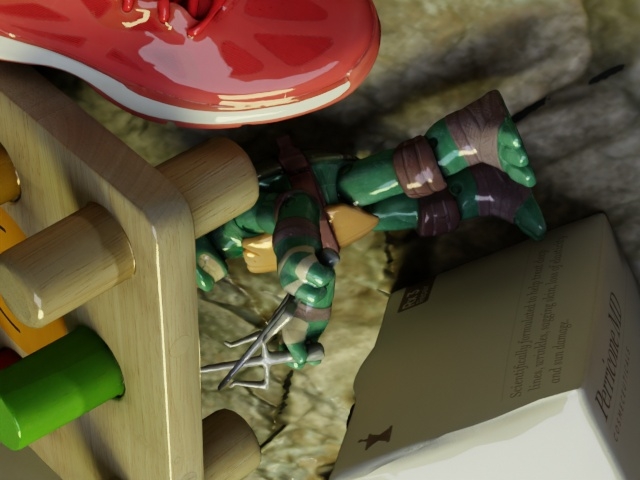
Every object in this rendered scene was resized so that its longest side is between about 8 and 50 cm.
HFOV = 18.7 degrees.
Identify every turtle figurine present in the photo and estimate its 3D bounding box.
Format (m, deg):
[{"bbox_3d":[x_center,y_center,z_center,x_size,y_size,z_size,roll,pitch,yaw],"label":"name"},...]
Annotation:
[{"bbox_3d":[0.000,0.000,1.042,0.234,0.118,0.175,-22,171,3],"label":"turtle figurine"}]

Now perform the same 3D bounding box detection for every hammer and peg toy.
[{"bbox_3d":[-0.151,0.050,0.987,0.127,0.266,0.361,-30,142,-29],"label":"hammer and peg toy"}]

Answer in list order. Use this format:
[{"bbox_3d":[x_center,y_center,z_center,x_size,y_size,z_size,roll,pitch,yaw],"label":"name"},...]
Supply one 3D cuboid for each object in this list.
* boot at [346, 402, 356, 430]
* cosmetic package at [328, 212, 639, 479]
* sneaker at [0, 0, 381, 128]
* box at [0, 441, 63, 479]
[{"bbox_3d":[0.035,0.157,1.287,0.121,0.045,0.099,31,132,-33],"label":"boot"},{"bbox_3d":[0.168,0.206,1.120,0.156,0.217,0.385,-20,113,20],"label":"cosmetic package"},{"bbox_3d":[-0.085,-0.113,0.797,0.221,0.087,0.128,7,162,4],"label":"sneaker"},{"bbox_3d":[-0.222,0.135,1.182,0.232,0.127,0.148,19,135,-23],"label":"box"}]
